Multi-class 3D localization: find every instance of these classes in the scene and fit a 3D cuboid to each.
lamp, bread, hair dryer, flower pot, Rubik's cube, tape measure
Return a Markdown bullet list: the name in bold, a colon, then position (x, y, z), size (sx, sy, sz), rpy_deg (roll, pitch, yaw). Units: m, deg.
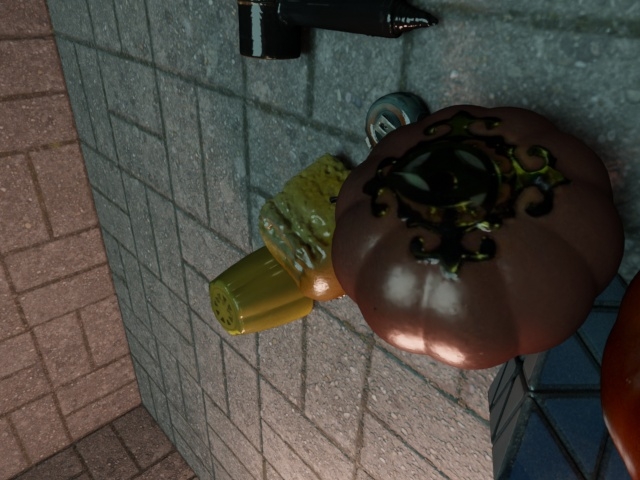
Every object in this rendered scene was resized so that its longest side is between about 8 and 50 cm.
- **lamp**: position (0.165, -0.002, 0.531), size (0.305, 0.305, 0.240), rpy_deg (34, 165, 34)
- **bread**: position (0.000, 0.000, 0.817), size (0.204, 0.162, 0.262), rpy_deg (45, 129, 21)
- **hair dryer**: position (0.016, -0.356, 0.676), size (0.352, 0.107, 0.189), rpy_deg (22, 124, 32)
- **flower pot**: position (-0.142, 0.118, 1.038), size (0.195, 0.179, 0.195), rpy_deg (28, 129, 41)
- **Rubik's cube**: position (0.311, 0.186, 0.565), size (0.233, 0.228, 0.228), rpy_deg (46, -161, -34)
- **tape measure**: position (0.072, -0.137, 0.657), size (0.107, 0.179, 0.104), rpy_deg (52, 157, 16)

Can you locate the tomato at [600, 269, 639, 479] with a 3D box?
- **tomato**: position (0.377, 0.110, 0.359), size (0.226, 0.299, 0.299), rpy_deg (18, 130, 4)
